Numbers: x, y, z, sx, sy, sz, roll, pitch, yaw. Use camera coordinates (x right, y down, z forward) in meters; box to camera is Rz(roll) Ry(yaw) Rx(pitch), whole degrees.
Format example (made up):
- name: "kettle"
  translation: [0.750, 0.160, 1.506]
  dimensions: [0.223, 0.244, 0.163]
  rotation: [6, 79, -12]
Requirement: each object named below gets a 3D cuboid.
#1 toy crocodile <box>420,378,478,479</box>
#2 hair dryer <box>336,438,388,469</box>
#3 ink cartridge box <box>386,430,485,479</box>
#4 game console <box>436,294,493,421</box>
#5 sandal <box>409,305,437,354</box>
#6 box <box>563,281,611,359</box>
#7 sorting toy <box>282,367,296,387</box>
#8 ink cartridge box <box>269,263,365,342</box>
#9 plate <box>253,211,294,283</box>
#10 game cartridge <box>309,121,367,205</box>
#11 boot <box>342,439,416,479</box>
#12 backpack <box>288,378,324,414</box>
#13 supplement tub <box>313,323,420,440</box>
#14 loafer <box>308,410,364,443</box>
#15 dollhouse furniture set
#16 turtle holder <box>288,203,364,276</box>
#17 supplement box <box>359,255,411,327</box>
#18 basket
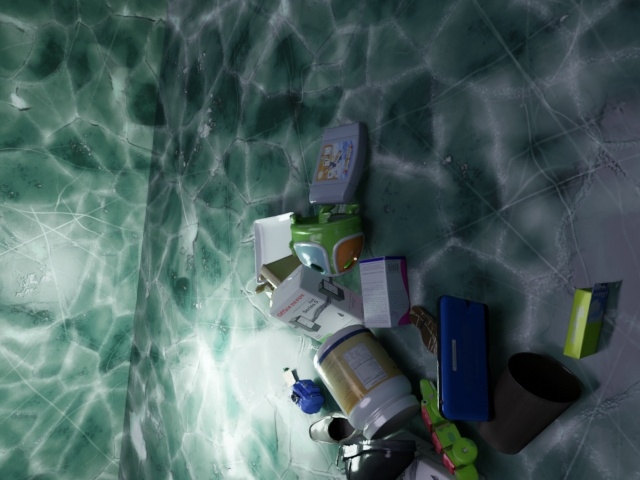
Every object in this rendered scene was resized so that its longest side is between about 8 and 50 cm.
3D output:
- name: "toy crocodile"
  translation: [0.351, 0.547, 1.377]
  dimensions: [0.115, 0.105, 0.341]
  rotation: [79, 172, -46]
- name: "hair dryer"
  translation: [0.148, 0.750, 1.655]
  dimensions: [0.224, 0.080, 0.294]
  rotation: [53, 124, 34]
- name: "ink cartridge box"
  translation: [0.316, 0.733, 1.452]
  dimensions: [0.283, 0.117, 0.208]
  rotation: [17, 101, 45]
- name: "game console"
  translation: [0.347, 0.312, 1.279]
  dimensions: [0.173, 0.250, 0.293]
  rotation: [-24, 57, 53]
- name: "sandal"
  translation: [0.334, 0.270, 1.501]
  dimensions: [0.072, 0.049, 0.180]
  rotation: [-57, 37, 22]
- name: "box"
  translation: [0.624, 0.181, 1.149]
  dimensions: [0.042, 0.109, 0.179]
  rotation: [15, 100, 47]
- name: "sorting toy"
  translation: [-0.129, 0.549, 1.998]
  dimensions: [0.062, 0.012, 0.083]
  rotation: [-49, 60, 40]
- name: "ink cartridge box"
  translation: [-0.009, 0.228, 1.685]
  dimensions: [0.198, 0.272, 0.115]
  rotation: [-45, 24, 36]
- name: "plate"
  translation: [-0.176, 0.037, 2.036]
  dimensions: [0.277, 0.045, 0.278]
  rotation: [-9, 83, 46]
- name: "game cartridge"
  translation: [0.067, -0.271, 1.732]
  dimensions: [0.198, 0.062, 0.298]
  rotation: [-1, 72, 50]
- name: "boot"
  translation: [0.169, 0.786, 1.325]
  dimensions: [0.367, 0.146, 0.446]
  rotation: [118, 155, -59]
- name: "backpack"
  translation: [-0.048, 0.590, 1.851]
  dimensions: [0.120, 0.097, 0.101]
  rotation: [38, 112, 41]
- name: "supplement tub"
  translation: [0.145, 0.451, 1.559]
  dimensions: [0.316, 0.228, 0.228]
  rotation: [51, 123, 34]
- name: "loafer"
  translation: [0.056, 0.658, 1.730]
  dimensions: [0.319, 0.111, 0.112]
  rotation: [-34, 65, 40]
- name: "dollhouse furniture set"
  translation: [-0.158, 0.190, 1.877]
  dimensions: [0.212, 0.161, 0.242]
  rotation: [40, 128, 26]
- name: "turtle holder"
  translation: [-0.001, 0.004, 1.707]
  dimensions: [0.320, 0.243, 0.228]
  rotation: [-5, 101, 21]
- name: "supplement box"
  translation: [0.209, 0.166, 1.582]
  dimensions: [0.113, 0.111, 0.220]
  rotation: [-13, 80, 46]
- name: "basket"
  translation: [0.502, 0.415, 1.232]
  dimensions: [0.154, 0.204, 0.227]
  rotation: [-111, 35, -51]
